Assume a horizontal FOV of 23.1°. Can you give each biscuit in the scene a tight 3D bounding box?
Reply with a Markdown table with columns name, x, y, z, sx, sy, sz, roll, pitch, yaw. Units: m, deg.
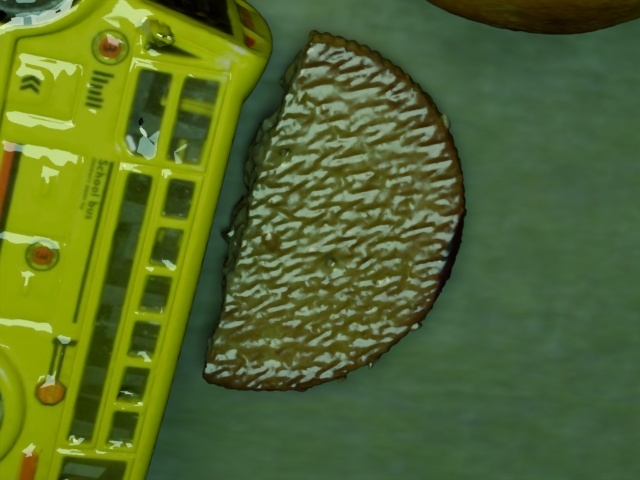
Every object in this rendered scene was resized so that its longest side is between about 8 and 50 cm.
| name | x | y | z | sx | sy | sz | roll | pitch | yaw |
| --- | --- | --- | --- | --- | --- | --- | --- | --- | --- |
| biscuit | 0.013 | -0.004 | 0.835 | 0.126 | 0.025 | 0.206 | 14 | 110 | -13 |

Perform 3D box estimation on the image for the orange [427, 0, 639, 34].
| name | x | y | z | sx | sy | sz | roll | pitch | yaw |
| --- | --- | --- | --- | --- | --- | --- | --- | --- | --- |
| orange | 0.116 | -0.208 | 0.644 | 0.261 | 0.261 | 0.261 | -3 | 112 | -7 |

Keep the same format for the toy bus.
| name | x | y | z | sx | sy | sz | roll | pitch | yaw |
| --- | --- | --- | --- | --- | --- | --- | --- | --- | --- |
| toy bus | -0.117 | -0.038 | 0.740 | 0.152 | 0.144 | 0.330 | 11 | 111 | -12 |
